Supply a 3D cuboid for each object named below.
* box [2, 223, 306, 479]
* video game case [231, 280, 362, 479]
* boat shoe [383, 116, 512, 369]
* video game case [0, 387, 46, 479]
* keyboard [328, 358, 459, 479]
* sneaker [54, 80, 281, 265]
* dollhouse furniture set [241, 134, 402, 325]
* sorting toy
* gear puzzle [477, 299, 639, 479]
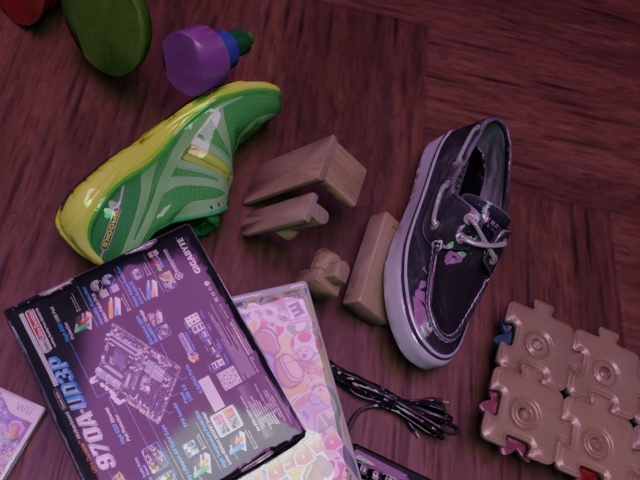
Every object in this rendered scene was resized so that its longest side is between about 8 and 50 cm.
[{"bbox_3d":[-0.141,0.117,0.595,0.175,0.051,0.220,-28,75,-17],"label":"box"},{"bbox_3d":[-0.095,0.157,0.627,0.227,0.026,0.206,-12,71,-13],"label":"video game case"},{"bbox_3d":[0.153,-0.008,0.743,0.108,0.102,0.301,35,55,-23],"label":"boat shoe"},{"bbox_3d":[-0.313,0.185,0.605,0.087,0.011,0.122,24,61,1],"label":"video game case"},{"bbox_3d":[0.017,0.206,0.657,0.317,0.033,0.201,25,61,0],"label":"keyboard"},{"bbox_3d":[-0.142,-0.070,0.738,0.295,0.109,0.123,-46,107,-31],"label":"sneaker"},{"bbox_3d":[0.000,0.000,0.761,0.151,0.123,0.144,39,55,-32],"label":"dollhouse furniture set"},{"bbox_3d":[-0.222,-0.274,0.783,0.366,0.127,0.126,30,43,21],"label":"sorting toy"},{"bbox_3d":[0.327,0.195,0.729,0.339,0.044,0.175,23,59,-3],"label":"gear puzzle"}]
